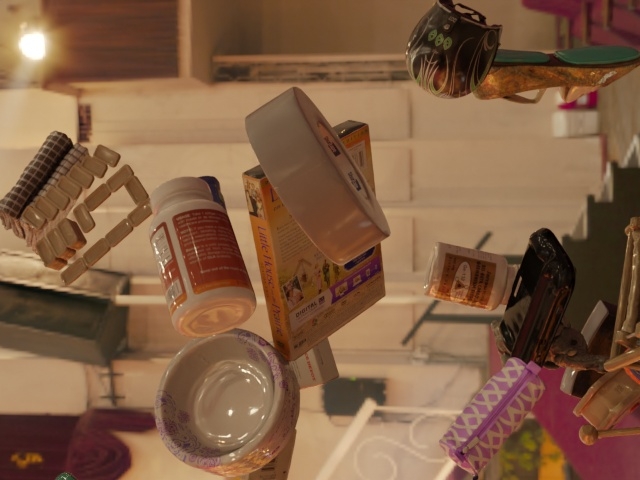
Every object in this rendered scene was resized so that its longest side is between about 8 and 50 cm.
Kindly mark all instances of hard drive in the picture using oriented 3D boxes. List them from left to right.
[{"bbox_3d":[0.706,0.287,2.020,0.054,0.172,0.254,-64,-7,-72],"label":"hard drive"}]

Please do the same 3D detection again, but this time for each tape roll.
[{"bbox_3d":[-0.001,-0.080,1.017,0.219,0.072,0.219,55,-169,-15],"label":"tape roll"}]

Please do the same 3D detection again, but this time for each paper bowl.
[{"bbox_3d":[-0.176,0.330,1.674,0.148,0.285,0.284,49,-142,-56],"label":"paper bowl"}]

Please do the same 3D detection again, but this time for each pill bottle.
[{"bbox_3d":[-0.176,0.020,1.191,0.121,0.121,0.216,78,172,-61],"label":"pill bottle"},{"bbox_3d":[0.357,0.088,1.870,0.131,0.230,0.131,12,-90,-88],"label":"pill bottle"}]

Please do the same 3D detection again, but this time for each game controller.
[{"bbox_3d":[0.438,0.131,1.696,0.166,0.067,0.319,-94,10,-50],"label":"game controller"}]

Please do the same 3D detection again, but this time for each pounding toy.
[{"bbox_3d":[0.646,0.360,1.755,0.155,0.270,0.154,48,164,29],"label":"pounding toy"}]

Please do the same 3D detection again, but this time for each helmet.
[{"bbox_3d":[0.231,-0.332,1.478,0.169,0.170,0.161,-78,11,-61],"label":"helmet"}]

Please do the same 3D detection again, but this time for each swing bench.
[{"bbox_3d":[0.520,0.049,1.169,0.254,0.165,0.253,74,-150,-63],"label":"swing bench"}]

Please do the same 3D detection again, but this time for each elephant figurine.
[{"bbox_3d":[0.529,0.240,1.904,0.169,0.240,0.185,39,-143,-74],"label":"elephant figurine"}]

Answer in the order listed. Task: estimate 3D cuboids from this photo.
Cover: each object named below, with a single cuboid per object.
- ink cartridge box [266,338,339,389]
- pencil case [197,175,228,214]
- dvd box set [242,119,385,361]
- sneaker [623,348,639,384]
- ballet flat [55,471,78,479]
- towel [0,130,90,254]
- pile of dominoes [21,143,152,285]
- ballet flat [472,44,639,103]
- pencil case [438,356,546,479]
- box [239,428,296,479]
[{"bbox_3d":[-0.067,0.334,2.292,0.087,0.209,0.152,-13,-95,-53],"label":"ink cartridge box"},{"bbox_3d":[-0.230,0.026,1.675,0.119,0.133,0.305,45,-152,-76],"label":"pencil case"},{"bbox_3d":[0.000,0.000,1.702,0.308,0.062,0.420,-33,-53,-36],"label":"dvd box set"},{"bbox_3d":[0.646,0.264,1.490,0.083,0.221,0.087,-52,-19,-11],"label":"sneaker"},{"bbox_3d":[-0.668,0.722,2.324,0.072,0.213,0.068,-38,-48,-30],"label":"ballet flat"},{"bbox_3d":[-0.650,-0.113,1.959,0.235,0.121,0.284,-62,9,-19],"label":"towel"},{"bbox_3d":[-0.435,-0.050,1.572,0.196,0.251,0.040,55,-169,23],"label":"pile of dominoes"},{"bbox_3d":[0.471,-0.333,1.689,0.123,0.349,0.123,178,90,-86],"label":"ballet flat"},{"bbox_3d":[0.280,0.286,1.355,0.206,0.086,0.088,-48,-24,-13],"label":"pencil case"},{"bbox_3d":[-0.201,0.489,2.137,0.311,0.121,0.147,21,104,53],"label":"box"}]
